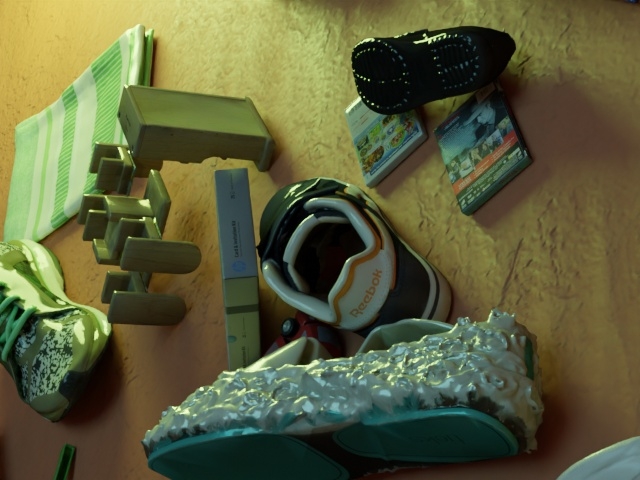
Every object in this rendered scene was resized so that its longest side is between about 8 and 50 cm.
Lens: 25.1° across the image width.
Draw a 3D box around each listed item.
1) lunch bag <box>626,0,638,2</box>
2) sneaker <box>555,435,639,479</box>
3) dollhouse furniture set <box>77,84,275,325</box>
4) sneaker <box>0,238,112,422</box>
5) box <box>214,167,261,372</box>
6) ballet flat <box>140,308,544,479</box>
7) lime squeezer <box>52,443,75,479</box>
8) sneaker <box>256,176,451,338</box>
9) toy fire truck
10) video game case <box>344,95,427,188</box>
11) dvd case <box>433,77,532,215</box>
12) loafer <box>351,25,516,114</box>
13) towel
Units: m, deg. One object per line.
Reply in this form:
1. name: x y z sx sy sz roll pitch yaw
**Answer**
1. lunch bag: 0.232 -0.362 1.386 0.221 0.138 0.293 -64 22 1
2. sneaker: 0.254 0.187 1.024 0.212 0.080 0.094 -31 57 36
3. dollhouse furniture set: -0.173 -0.049 1.711 0.212 0.161 0.242 -118 40 -50
4. sneaker: -0.408 0.097 1.839 0.158 0.182 0.410 -60 35 4
5. box: -0.084 0.040 1.486 0.186 0.038 0.145 89 175 -51
6. ballet flat: 0.024 0.144 1.285 0.409 0.147 0.147 -11 59 34
7. lime squeezer: -0.308 0.363 1.634 0.110 0.059 0.310 -44 22 13
8. sneaker: 0.000 0.000 1.427 0.126 0.127 0.321 -62 33 4
9. toy fire truck: -0.039 0.177 1.427 0.192 0.047 0.135 -52 37 15
10. video game case: 0.068 -0.123 1.516 0.087 0.011 0.122 -42 40 27
11. dvd case: 0.154 -0.092 1.381 0.087 0.013 0.119 -43 41 27
12. loafer: 0.113 -0.173 1.442 0.220 0.078 0.080 6 110 54
13. towel: -0.350 -0.140 2.047 0.325 0.038 0.248 -31 47 38
